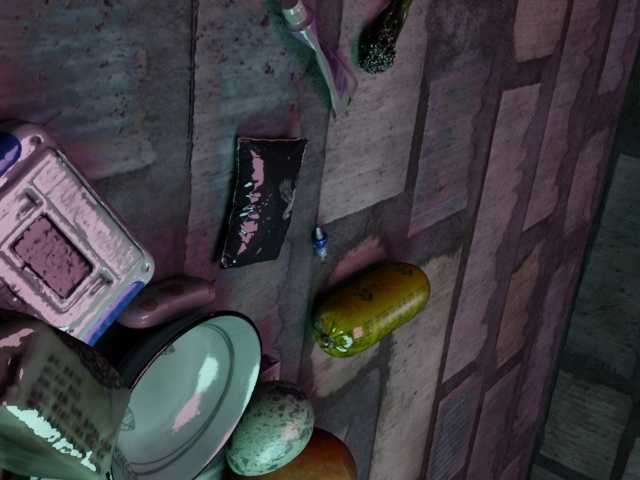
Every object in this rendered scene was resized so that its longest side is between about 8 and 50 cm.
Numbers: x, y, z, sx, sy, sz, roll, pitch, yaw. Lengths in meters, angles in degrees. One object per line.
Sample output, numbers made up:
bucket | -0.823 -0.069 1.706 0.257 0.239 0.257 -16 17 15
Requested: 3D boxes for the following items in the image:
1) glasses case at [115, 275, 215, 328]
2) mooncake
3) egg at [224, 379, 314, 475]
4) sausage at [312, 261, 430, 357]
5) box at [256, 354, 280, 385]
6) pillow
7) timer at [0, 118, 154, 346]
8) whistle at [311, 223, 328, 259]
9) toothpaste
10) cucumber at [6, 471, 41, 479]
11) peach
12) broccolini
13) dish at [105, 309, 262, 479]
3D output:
glasses case | -0.217 0.085 1.164 0.164 0.063 0.041 -21 124 -49
mooncake | -0.343 0.144 0.844 0.254 0.250 0.136 69 32 -54
egg | -0.087 0.310 1.366 0.172 0.132 0.132 -49 145 -15
sausage | 0.105 0.129 1.624 0.347 0.123 0.123 -27 130 -48
box | -0.119 0.246 1.440 0.117 0.036 0.051 -28 133 -46
pillow | -0.088 -0.059 1.281 0.141 0.055 0.208 -6 114 -46
timer | -0.305 0.008 0.921 0.178 0.078 0.253 -53 133 -23
whistle | 0.000 0.000 1.476 0.083 0.029 0.033 81 7 -49
toothpaste | 0.003 -0.282 1.282 0.301 0.048 0.075 47 41 -63
cucumber | -0.345 0.210 1.064 0.056 0.056 0.284 10 104 -58
peach | -0.057 0.455 1.490 0.252 0.252 0.252 -35 136 -42
broccolini | 0.116 -0.369 1.411 0.091 0.068 0.203 81 26 -59
dish | -0.221 0.223 1.203 0.316 0.106 0.317 -39 143 -38
